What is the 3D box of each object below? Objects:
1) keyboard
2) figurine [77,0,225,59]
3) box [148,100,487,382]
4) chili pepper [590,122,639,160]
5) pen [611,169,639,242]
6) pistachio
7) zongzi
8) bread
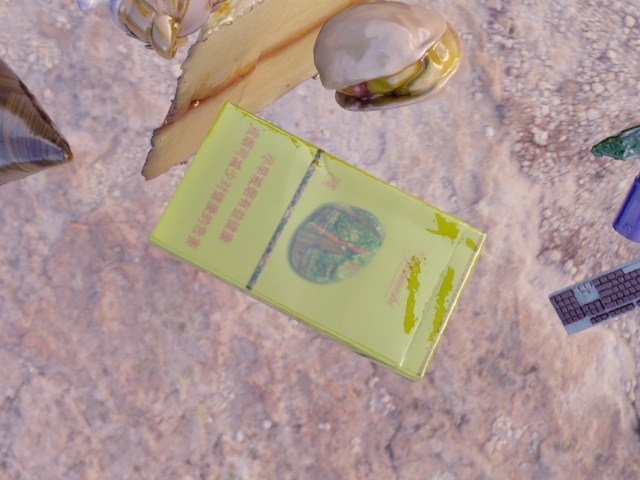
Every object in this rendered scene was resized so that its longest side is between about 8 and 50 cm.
[{"bbox_3d":[0.322,0.053,0.943,0.166,0.017,0.055,-29,92,38],"label":"keyboard"},{"bbox_3d":[-0.137,-0.327,0.952,0.133,0.194,0.274,28,84,-8],"label":"figurine"},{"bbox_3d":[0.000,0.000,0.997,0.335,0.047,0.187,27,75,0],"label":"box"},{"bbox_3d":[0.487,-0.155,1.234,0.226,0.088,0.059,-15,119,16],"label":"chili pepper"},{"bbox_3d":[0.265,-0.110,0.605,0.033,0.033,0.269,29,128,18],"label":"pen"},{"bbox_3d":[0.071,-0.208,0.971,0.117,0.200,0.145,47,74,-23],"label":"pistachio"},{"bbox_3d":[-0.287,-0.148,0.661,0.241,0.111,0.248,-9,112,49],"label":"zongzi"},{"bbox_3d":[-0.048,-0.268,1.201,0.242,0.346,0.405,22,69,-5],"label":"bread"}]
